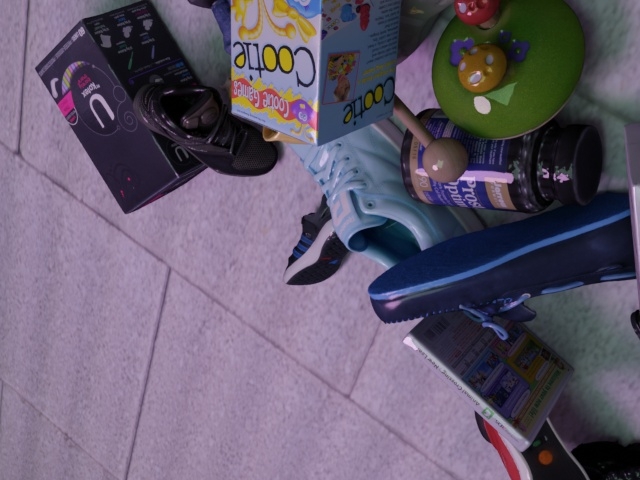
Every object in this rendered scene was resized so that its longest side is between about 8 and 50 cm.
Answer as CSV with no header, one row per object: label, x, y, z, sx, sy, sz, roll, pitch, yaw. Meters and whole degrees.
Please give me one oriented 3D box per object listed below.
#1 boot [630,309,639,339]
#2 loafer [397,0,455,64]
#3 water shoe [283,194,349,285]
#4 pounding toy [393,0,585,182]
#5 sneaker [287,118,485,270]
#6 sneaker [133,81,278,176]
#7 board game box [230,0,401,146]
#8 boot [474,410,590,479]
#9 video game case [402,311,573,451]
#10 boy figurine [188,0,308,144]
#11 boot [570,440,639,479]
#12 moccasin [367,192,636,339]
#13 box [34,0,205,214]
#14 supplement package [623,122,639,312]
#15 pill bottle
boot,0.446,0.114,1.119,0.121,0.045,0.099,50,134,-1
loafer,0.092,-0.303,1.139,0.319,0.112,0.111,-36,53,48
water shoe,0.000,0.000,1.403,0.203,0.073,0.080,-47,47,50
pounding toy,0.168,-0.198,1.044,0.237,0.110,0.183,-41,58,18
sneaker,0.059,-0.067,1.249,0.366,0.150,0.135,41,131,15
sneaker,-0.147,-0.153,1.329,0.227,0.087,0.130,30,173,-26
board game box,-0.005,-0.269,1.047,0.142,0.144,0.275,25,126,35
boot,0.290,0.314,1.279,0.176,0.088,0.244,102,145,-78
video game case,0.220,0.150,1.197,0.193,0.212,0.023,42,122,10
boy figurine,-0.083,-0.240,1.260,0.177,0.092,0.285,-42,66,44
boot,0.448,0.377,1.227,0.246,0.094,0.207,10,123,41
moccasin,0.230,0.050,1.104,0.342,0.138,0.117,-16,109,9
box,-0.286,-0.205,1.449,0.165,0.143,0.270,-28,95,44
supplement package,0.423,0.022,0.943,0.199,0.198,0.263,-5,112,18
pill bottle,0.217,-0.097,1.127,0.219,0.123,0.123,7,118,36
